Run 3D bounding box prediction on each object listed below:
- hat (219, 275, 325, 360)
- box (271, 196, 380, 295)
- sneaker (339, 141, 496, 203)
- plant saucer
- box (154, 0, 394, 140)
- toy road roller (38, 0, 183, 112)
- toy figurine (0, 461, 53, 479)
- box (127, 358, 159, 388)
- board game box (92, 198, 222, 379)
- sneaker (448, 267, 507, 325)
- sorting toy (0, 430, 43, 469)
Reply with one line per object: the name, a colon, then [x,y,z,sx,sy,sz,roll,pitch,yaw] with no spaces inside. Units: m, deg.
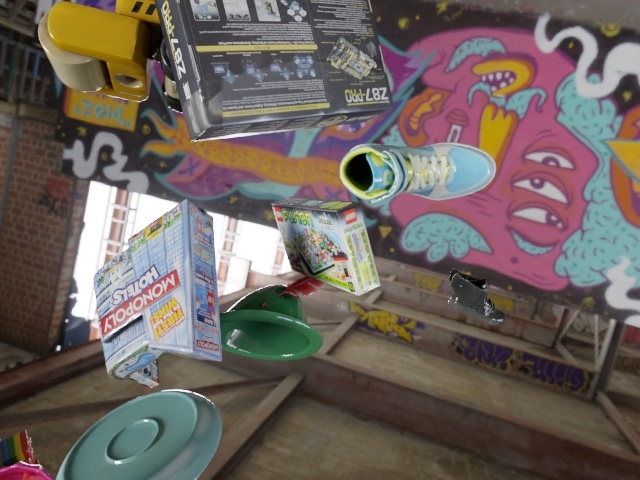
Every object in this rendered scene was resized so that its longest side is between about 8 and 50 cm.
hat: [-0.070,0.074,0.778,0.208,0.184,0.172,30,140,-34]
box: [0.000,0.000,0.694,0.036,0.114,0.207,-22,-165,-24]
sneaker: [0.187,-0.130,0.989,0.318,0.127,0.208,1,-166,15]
plant saucer: [-0.340,0.381,0.918,0.317,0.044,0.318,-15,-158,6]
box: [-0.069,-0.357,0.868,0.394,0.319,0.097,-16,-179,-34]
toy road roller: [-0.361,-0.419,0.999,0.329,0.241,0.202,6,171,-16]
toy figurine: [-0.428,0.378,0.659,0.173,0.130,0.159,15,-139,30]
box: [-0.434,0.280,1.195,0.094,0.027,0.137,44,-165,-39]
board game box: [-0.201,0.081,0.613,0.060,0.194,0.194,41,-160,-55]
sneaker: [0.354,0.126,1.105,0.170,0.089,0.051,20,-153,-6]
sorting toy: [-0.732,0.615,1.225,0.089,0.257,0.255,-19,-155,-30]
